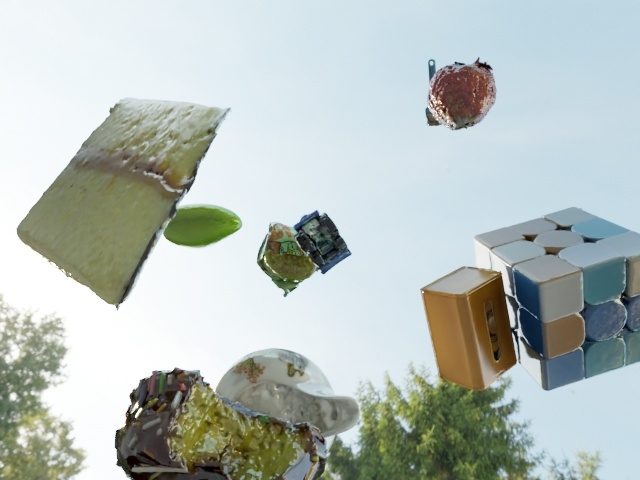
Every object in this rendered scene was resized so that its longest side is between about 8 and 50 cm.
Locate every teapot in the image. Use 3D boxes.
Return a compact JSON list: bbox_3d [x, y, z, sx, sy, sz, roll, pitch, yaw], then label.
[{"bbox_3d":[-0.087,0.278,0.643,0.298,0.139,0.205,-15,-98,0],"label":"teapot"}]

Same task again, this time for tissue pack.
[{"bbox_3d":[0.414,0.232,1.127,0.145,0.194,0.275,3,-69,56],"label":"tissue pack"}]

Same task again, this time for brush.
[{"bbox_3d":[0.287,-0.374,1.046,0.051,0.014,0.164,10,-59,40],"label":"brush"}]

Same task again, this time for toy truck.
[{"bbox_3d":[0.000,0.000,1.165,0.113,0.208,0.126,-35,-129,-1],"label":"toy truck"}]

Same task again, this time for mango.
[{"bbox_3d":[-0.453,-0.055,1.574,0.342,0.156,0.192,-3,-38,23],"label":"mango"}]

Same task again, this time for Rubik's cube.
[{"bbox_3d":[0.680,0.146,1.167,0.344,0.347,0.347,-17,-69,-1],"label":"Rubik's cube"}]

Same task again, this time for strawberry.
[{"bbox_3d":[0.202,-0.207,0.600,0.106,0.106,0.106,10,-69,26],"label":"strawberry"}]

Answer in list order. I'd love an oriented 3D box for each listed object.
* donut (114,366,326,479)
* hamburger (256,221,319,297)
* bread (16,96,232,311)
[{"bbox_3d":[-0.117,0.239,0.444,0.230,0.096,0.216,37,-50,-17],"label":"donut"},{"bbox_3d":[-0.098,0.064,1.336,0.214,0.235,0.125,21,-16,-9],"label":"hamburger"},{"bbox_3d":[-0.240,-0.054,0.635,0.404,0.346,0.242,13,-27,31],"label":"bread"}]
